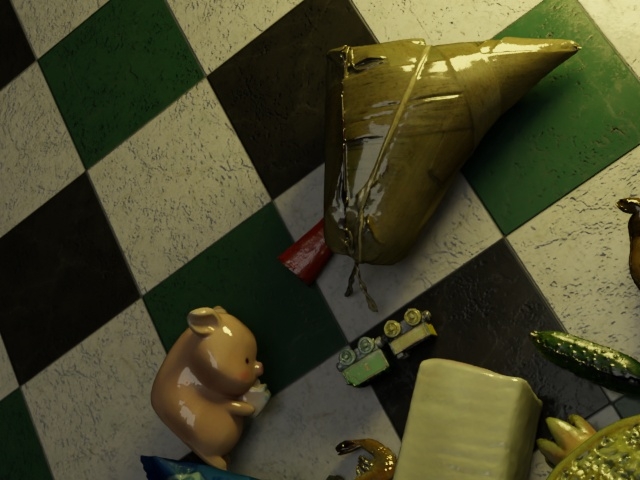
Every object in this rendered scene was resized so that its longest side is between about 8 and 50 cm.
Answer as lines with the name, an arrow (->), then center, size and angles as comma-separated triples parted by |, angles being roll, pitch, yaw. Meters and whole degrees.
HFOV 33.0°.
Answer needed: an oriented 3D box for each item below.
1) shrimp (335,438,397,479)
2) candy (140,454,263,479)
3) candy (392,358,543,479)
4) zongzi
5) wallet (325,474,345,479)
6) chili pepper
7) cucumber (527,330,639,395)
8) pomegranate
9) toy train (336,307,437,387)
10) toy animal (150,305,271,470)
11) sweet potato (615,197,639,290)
shrimp -> 0.048, 0.418, 1.930 | 0.178, 0.034, 0.124 | -33, 50, -9
candy -> -0.176, 0.484, 1.980 | 0.331, 0.187, 0.077 | 6, 38, 28
candy -> 0.228, 0.381, 1.780 | 0.208, 0.145, 0.359 | 4, 62, 27
zongzi -> 0.230, -0.129, 1.942 | 0.466, 0.218, 0.500 | -2, 78, 19
wallet -> 0.055, 0.549, 1.912 | 0.245, 0.052, 0.169 | 41, 100, 37
chili pepper -> -0.002, -0.002, 2.100 | 0.088, 0.065, 0.169 | 39, 89, 14
cucumber -> 0.450, 0.200, 1.809 | 0.227, 0.069, 0.069 | 22, 86, 34
pomegranate -> 0.477, 0.412, 1.659 | 0.310, 0.216, 0.358 | -42, 29, -1
toy train -> 0.123, 0.198, 1.976 | 0.202, 0.060, 0.081 | -33, 70, 14
toy animal -> -0.201, 0.272, 2.041 | 0.213, 0.195, 0.256 | 31, 87, 6
sweet potato -> 0.581, 0.057, 1.768 | 0.124, 0.098, 0.310 | -42, 64, 2
